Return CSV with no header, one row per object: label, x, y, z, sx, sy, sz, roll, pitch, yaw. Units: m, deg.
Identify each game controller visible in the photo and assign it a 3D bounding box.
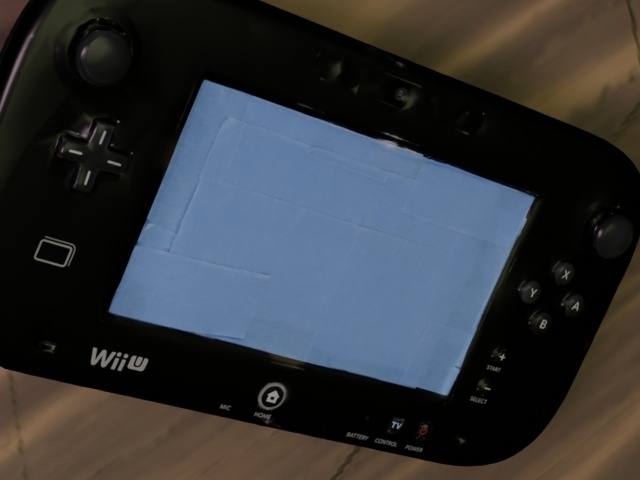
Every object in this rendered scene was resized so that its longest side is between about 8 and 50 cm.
game controller,0.000,0.000,0.654,0.319,0.067,0.166,17,93,-33
